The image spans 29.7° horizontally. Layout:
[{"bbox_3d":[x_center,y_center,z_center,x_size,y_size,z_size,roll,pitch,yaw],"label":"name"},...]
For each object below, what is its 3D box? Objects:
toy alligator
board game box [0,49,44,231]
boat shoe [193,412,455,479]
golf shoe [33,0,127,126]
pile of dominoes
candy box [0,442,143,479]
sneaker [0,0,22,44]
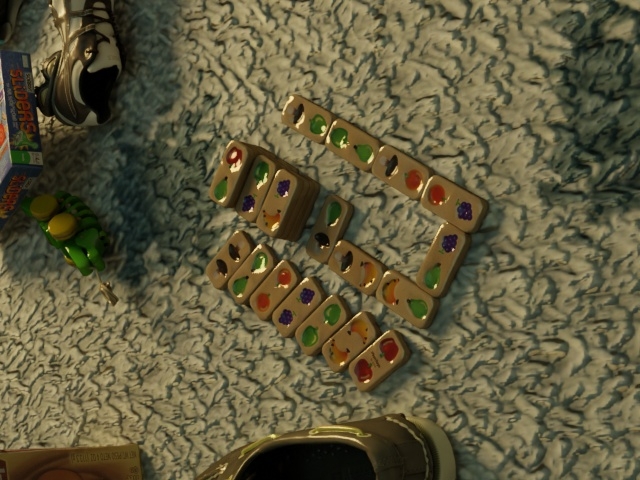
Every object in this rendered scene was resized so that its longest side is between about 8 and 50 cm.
[{"bbox_3d":[-0.238,-0.003,1.215,0.051,0.056,0.190,-38,53,-16],"label":"toy alligator"},{"bbox_3d":[-0.347,-0.089,1.274,0.201,0.035,0.136,-40,55,50],"label":"board game box"},{"bbox_3d":[-0.036,0.212,0.995,0.305,0.091,0.109,-25,70,35],"label":"boat shoe"},{"bbox_3d":[-0.226,-0.209,1.214,0.094,0.077,0.198,22,110,36],"label":"golf shoe"},{"bbox_3d":[0.000,0.000,1.023,0.251,0.040,0.196,33,106,37],"label":"pile of dominoes"},{"bbox_3d":[-0.235,0.348,1.085,0.088,0.183,0.316,-22,72,37],"label":"candy box"},{"bbox_3d":[-0.389,-0.234,1.351,0.190,0.071,0.083,-50,63,24],"label":"sneaker"}]
